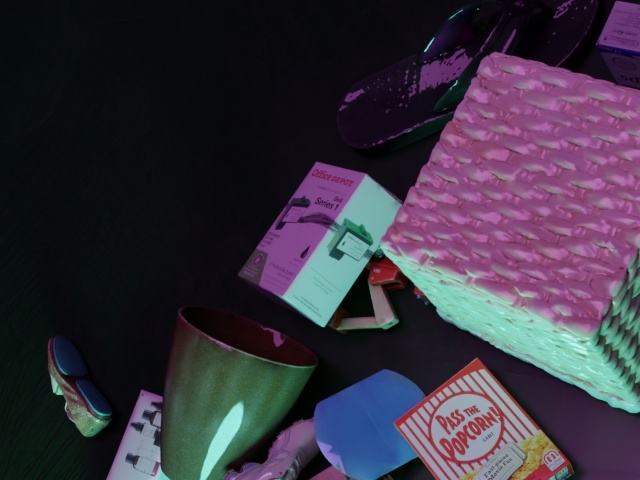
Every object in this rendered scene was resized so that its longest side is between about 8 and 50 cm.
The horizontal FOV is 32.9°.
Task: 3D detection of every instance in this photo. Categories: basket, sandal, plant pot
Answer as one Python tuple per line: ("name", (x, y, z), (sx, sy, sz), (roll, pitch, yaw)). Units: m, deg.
("basket", (0.311, -0.015, 1.361), (0.331, 0.266, 0.328), (26, 83, 34))
("sandal", (0.213, -0.267, 1.626), (0.446, 0.107, 0.167), (-29, 57, 17))
("plant pot", (-0.144, 0.241, 1.575), (0.215, 0.215, 0.230), (27, 99, 36))

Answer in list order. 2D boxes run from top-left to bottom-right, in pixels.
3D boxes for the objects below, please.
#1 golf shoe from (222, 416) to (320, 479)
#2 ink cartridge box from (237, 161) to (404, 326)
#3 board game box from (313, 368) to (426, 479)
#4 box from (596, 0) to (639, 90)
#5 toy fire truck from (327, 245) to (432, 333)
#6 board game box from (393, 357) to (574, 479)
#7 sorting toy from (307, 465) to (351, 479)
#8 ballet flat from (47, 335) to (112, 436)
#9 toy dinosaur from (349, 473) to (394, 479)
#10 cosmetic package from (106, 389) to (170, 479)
("golf shoe", (-0.047, 0.321, 1.516), (0.176, 0.069, 0.086), (-38, 30, -16))
("ink cartridge box", (0.000, 0.000, 1.605), (0.219, 0.092, 0.160), (-56, 30, -9))
("board game box", (0.075, 0.262, 1.500), (0.169, 0.033, 0.133), (-25, 63, -17))
("box", (0.457, -0.249, 1.453), (0.126, 0.137, 0.072), (21, 82, 36))
("toy fire truck", (0.092, 0.079, 1.582), (0.192, 0.047, 0.135), (11, 75, 34))
("board game box", (0.210, 0.270, 1.413), (0.147, 0.045, 0.193), (-38, 54, -4))
("sorting toy", (-0.041, 0.469, 1.464), (0.255, 0.089, 0.257), (-34, 56, 14))
("ballet flat", (-0.414, 0.246, 1.802), (0.067, 0.073, 0.206), (-54, 48, 17))
("toy dinosaur", (0.079, 0.362, 1.450), (0.092, 0.183, 0.053), (-90, 19, -59))
("cosmetic package", (-0.271, 0.359, 1.668), (0.099, 0.060, 0.239), (11, 75, 35))
